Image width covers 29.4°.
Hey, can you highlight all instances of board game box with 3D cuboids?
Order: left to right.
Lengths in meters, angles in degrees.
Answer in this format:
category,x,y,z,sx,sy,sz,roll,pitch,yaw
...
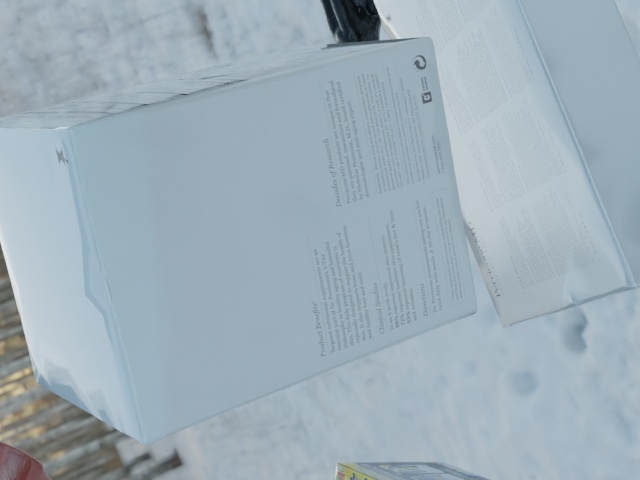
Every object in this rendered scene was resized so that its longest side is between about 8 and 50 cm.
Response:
category,x,y,z,sx,sy,sz,roll,pitch,yaw
board game box,0.115,0.268,1.259,0.170,0.141,0.048,5,91,62

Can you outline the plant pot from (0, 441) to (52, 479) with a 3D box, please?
category,x,y,z,sx,sy,sz,roll,pitch,yaw
plant pot,-0.382,0.353,1.214,0.265,0.273,0.272,-80,-17,-49

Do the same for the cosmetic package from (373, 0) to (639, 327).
category,x,y,z,sx,sy,sz,roll,pitch,yaw
cosmetic package,0.190,-0.122,1.136,0.377,0.098,0.284,69,161,5

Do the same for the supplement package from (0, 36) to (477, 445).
category,x,y,z,sx,sy,sz,roll,pitch,yaw
supplement package,-0.066,-0.015,0.844,0.198,0.263,0.199,10,115,57

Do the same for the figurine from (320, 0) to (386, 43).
category,x,y,z,sx,sy,sz,roll,pitch,yaw
figurine,0.093,-0.247,1.533,0.215,0.092,0.209,15,126,60
